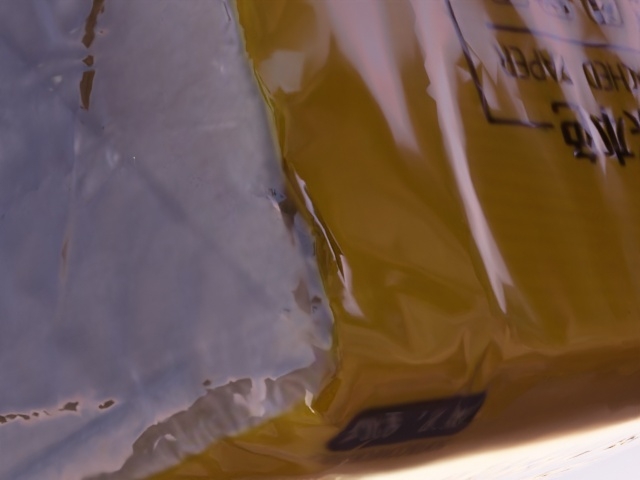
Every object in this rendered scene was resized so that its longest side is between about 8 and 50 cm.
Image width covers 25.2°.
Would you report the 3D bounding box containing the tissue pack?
[{"bbox_3d":[0.000,0.000,0.566,0.293,0.228,0.382,-28,-16,37],"label":"tissue pack"}]
